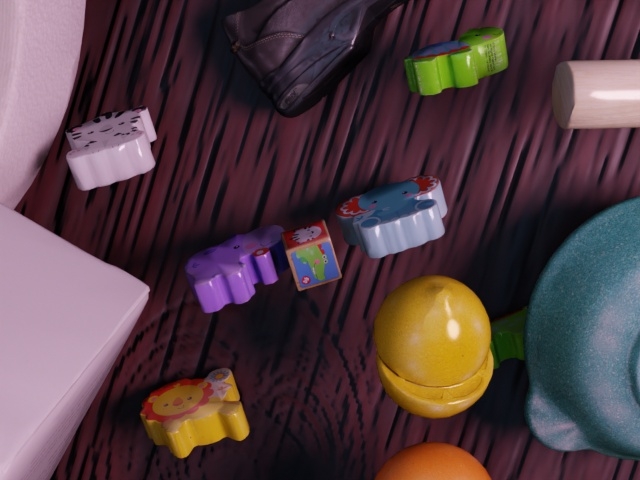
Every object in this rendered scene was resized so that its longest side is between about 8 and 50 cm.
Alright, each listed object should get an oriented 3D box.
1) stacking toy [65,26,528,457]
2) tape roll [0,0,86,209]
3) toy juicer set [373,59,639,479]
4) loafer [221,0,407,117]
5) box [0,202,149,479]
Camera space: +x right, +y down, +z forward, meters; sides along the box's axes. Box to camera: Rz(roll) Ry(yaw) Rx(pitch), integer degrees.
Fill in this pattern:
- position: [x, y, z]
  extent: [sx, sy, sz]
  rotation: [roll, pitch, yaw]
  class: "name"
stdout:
- position: [0.000, 0.000, 0.680]
  extent: [0.221, 0.052, 0.167]
  rotation: [-16, 115, -1]
  class: "stacking toy"
- position: [-0.296, -0.136, 0.649]
  extent: [0.392, 0.072, 0.392]
  rotation: [5, 107, 15]
  class: "tape roll"
- position: [0.130, 0.032, 0.658]
  extent: [0.209, 0.089, 0.329]
  rotation: [18, 101, -14]
  class: "toy juicer set"
- position: [0.024, -0.138, 0.679]
  extent: [0.170, 0.062, 0.061]
  rotation: [-44, 86, 5]
  class: "loafer"
- position: [-0.256, 0.128, 0.590]
  extent: [0.215, 0.168, 0.345]
  rotation: [31, 113, -1]
  class: "box"
